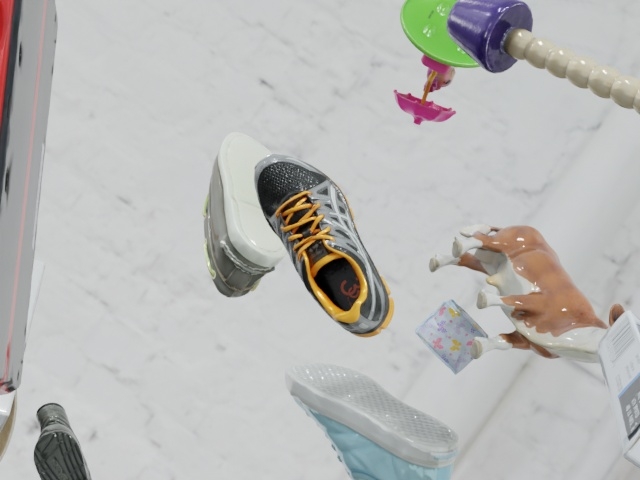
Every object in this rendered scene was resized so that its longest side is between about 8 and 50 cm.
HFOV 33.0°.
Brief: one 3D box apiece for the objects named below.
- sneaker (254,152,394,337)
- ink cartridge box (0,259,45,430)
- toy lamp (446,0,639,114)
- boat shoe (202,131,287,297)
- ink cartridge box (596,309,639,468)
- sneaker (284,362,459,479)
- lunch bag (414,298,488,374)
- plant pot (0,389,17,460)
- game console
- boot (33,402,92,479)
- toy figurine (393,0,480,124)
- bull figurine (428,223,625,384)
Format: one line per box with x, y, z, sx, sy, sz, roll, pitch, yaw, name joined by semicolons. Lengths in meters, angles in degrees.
0.000;0.000;1.084;0.215;0.084;0.083;55;12;12;sneaker
-0.460;0.136;1.323;0.171;0.168;0.233;20;45;-18;ink cartridge box
0.237;-0.169;1.033;0.274;0.080;0.080;32;-5;35;toy lamp
-0.106;-0.042;1.435;0.109;0.091;0.305;26;28;-21;boat shoe
0.275;0.143;0.680;0.208;0.045;0.206;37;15;1;ink cartridge box
0.054;0.302;1.644;0.135;0.150;0.366;1;15;-35;sneaker
0.182;0.129;1.489;0.083;0.071;0.053;43;9;-7;lunch bag
-0.605;0.235;1.537;0.191;0.284;0.284;3;-24;38;plant pot
-0.271;-0.068;0.897;0.060;0.386;0.342;6;-11;-10;game console
-0.345;0.357;1.518;0.161;0.083;0.246;-159;-123;-76;boot
0.148;-0.222;1.337;0.130;0.173;0.159;26;-37;5;toy figurine
0.268;0.077;1.380;0.188;0.101;0.310;4;29;-18;bull figurine
